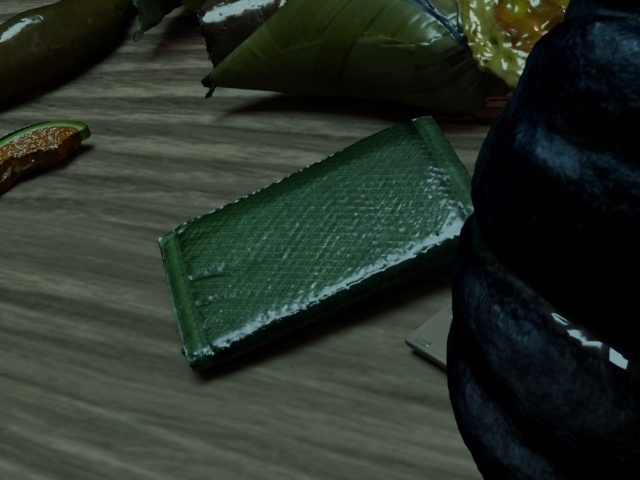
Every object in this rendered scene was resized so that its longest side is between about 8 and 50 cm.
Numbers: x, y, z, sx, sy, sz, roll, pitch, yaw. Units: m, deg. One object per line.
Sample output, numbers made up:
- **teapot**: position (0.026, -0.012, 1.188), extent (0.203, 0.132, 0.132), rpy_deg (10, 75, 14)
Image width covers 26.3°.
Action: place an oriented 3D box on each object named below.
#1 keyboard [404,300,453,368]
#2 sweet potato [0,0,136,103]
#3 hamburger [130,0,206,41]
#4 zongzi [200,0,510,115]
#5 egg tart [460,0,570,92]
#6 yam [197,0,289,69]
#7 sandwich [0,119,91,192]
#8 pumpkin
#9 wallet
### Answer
- **keyboard**: position (0.121, 0.079, 0.843), extent (0.055, 0.017, 0.166), rpy_deg (-37, 34, -17)
- **sweet potato**: position (-0.295, -0.223, 1.498), extent (0.346, 0.079, 0.108), rpy_deg (-36, 22, -30)
- **hamburger**: position (-0.143, -0.319, 1.459), extent (0.125, 0.214, 0.235), rpy_deg (7, 63, 17)
- **zongzi**: position (0.020, -0.152, 1.182), extent (0.256, 0.115, 0.228), rpy_deg (-28, 37, 4)
- **egg tart**: position (0.228, -0.169, 1.055), extent (0.241, 0.106, 0.241), rpy_deg (-5, 51, 7)
- **yam**: position (-0.048, -0.220, 1.348), extent (0.141, 0.079, 0.079), rpy_deg (-17, 31, 3)
- **sandwich**: position (-0.284, -0.080, 1.314), extent (0.135, 0.029, 0.067), rpy_deg (-24, 37, -8)
- **pumpkin**: position (0.227, 0.004, 0.565), extent (0.363, 0.363, 0.266), rpy_deg (-35, 46, -22)
- **wallet**: position (0.001, 0.002, 0.998), extent (0.236, 0.055, 0.160), rpy_deg (-26, 34, 3)
